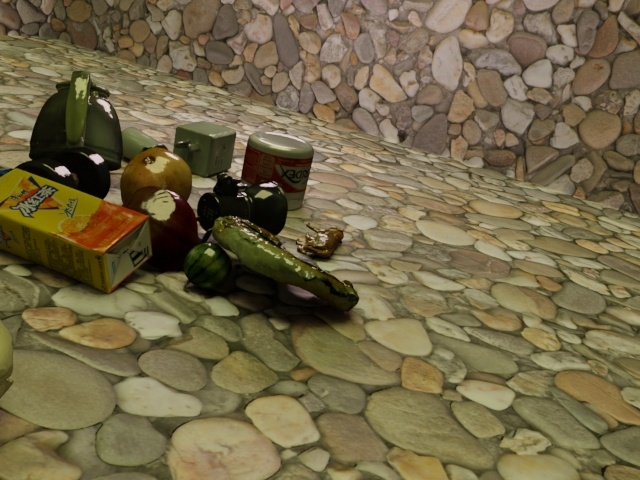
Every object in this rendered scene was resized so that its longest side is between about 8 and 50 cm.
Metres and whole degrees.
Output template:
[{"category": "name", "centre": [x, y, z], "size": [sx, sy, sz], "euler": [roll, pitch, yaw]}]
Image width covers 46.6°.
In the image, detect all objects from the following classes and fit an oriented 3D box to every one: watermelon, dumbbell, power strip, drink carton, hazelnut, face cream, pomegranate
[{"category": "watermelon", "centre": [-0.238, 0.056, 1.541], "size": [0.109, 0.109, 0.109], "euler": [12, 19, -4]}, {"category": "dumbbell", "centre": [-0.605, -0.128, 1.734], "size": [0.153, 0.152, 0.218], "euler": [16, 19, 8]}, {"category": "power strip", "centre": [-0.381, -0.287, 2.343], "size": [0.139, 0.140, 0.224], "euler": [19, 21, 16]}, {"category": "drink carton", "centre": [-0.531, -0.026, 1.506], "size": [0.351, 0.111, 0.154], "euler": [19, 39, 17]}, {"category": "hazelnut", "centre": [-0.356, -0.023, 1.630], "size": [0.170, 0.160, 0.201], "euler": [-10, 65, -21]}, {"category": "face cream", "centre": [-0.132, -0.210, 2.208], "size": [0.201, 0.187, 0.201], "euler": [12, 19, -4]}, {"category": "pomegranate", "centre": [-0.404, -0.132, 1.847], "size": [0.196, 0.196, 0.196], "euler": [12, 19, -4]}]

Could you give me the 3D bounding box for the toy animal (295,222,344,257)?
[{"category": "toy animal", "centre": [0.000, 0.000, 1.904], "size": [0.099, 0.056, 0.241], "euler": [15, 19, 6]}]

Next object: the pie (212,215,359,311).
[{"category": "pie", "centre": [-0.091, 0.040, 1.586], "size": [0.371, 0.078, 0.296], "euler": [29, 2, 31]}]

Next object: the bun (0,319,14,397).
[{"category": "bun", "centre": [-0.509, 0.178, 0.971], "size": [0.230, 0.145, 0.229], "euler": [-18, 20, 7]}]

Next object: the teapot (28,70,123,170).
[{"category": "teapot", "centre": [-0.660, -0.315, 1.963], "size": [0.240, 0.239, 0.321], "euler": [2, -5, 12]}]

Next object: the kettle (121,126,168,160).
[{"category": "kettle", "centre": [-0.542, -0.271, 2.290], "size": [0.148, 0.126, 0.098], "euler": [28, 56, 31]}]

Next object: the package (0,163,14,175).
[{"category": "package", "centre": [-0.893, -0.197, 1.907], "size": [0.173, 0.027, 0.171], "euler": [17, 10, 0]}]

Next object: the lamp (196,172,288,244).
[{"category": "lamp", "centre": [-0.210, -0.081, 1.832], "size": [0.227, 0.172, 0.147], "euler": [-4, 27, -44]}]
